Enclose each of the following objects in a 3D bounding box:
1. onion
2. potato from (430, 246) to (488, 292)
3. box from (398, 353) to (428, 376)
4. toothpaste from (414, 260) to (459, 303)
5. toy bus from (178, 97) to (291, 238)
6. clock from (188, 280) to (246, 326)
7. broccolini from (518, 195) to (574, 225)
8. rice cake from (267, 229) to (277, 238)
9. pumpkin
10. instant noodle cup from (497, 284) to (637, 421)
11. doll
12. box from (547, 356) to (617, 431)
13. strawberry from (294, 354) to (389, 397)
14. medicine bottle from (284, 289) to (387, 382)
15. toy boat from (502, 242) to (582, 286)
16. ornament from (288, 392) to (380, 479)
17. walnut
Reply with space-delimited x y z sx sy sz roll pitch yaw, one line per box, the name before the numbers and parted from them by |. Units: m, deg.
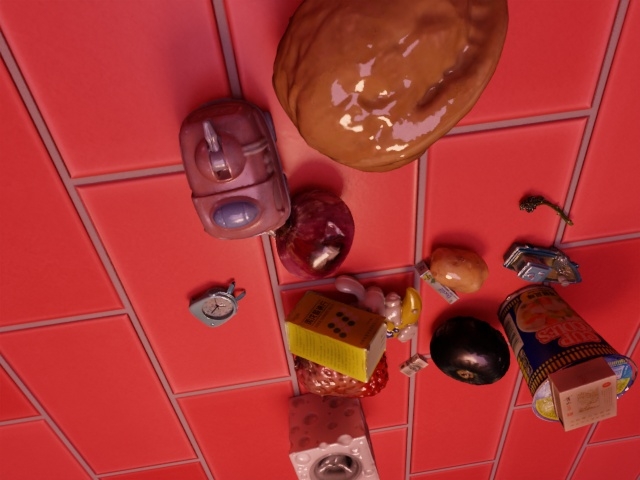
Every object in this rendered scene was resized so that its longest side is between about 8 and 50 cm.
onion | -0.011 -0.005 1.057 0.207 0.200 0.200 -38 123 7
potato | 0.370 0.077 1.224 0.178 0.118 0.109 16 166 -21
box | 0.310 0.416 1.524 0.083 0.024 0.054 -41 120 20
toothpaste | 0.330 0.120 1.296 0.034 0.046 0.164 -41 121 16
toy bus | -0.172 -0.126 0.902 0.198 0.231 0.293 -11 109 0
clock | -0.273 0.170 1.241 0.147 0.045 0.108 -32 125 13
broccolini | 0.599 -0.080 1.194 0.195 0.054 0.052 14 104 -20
rice cake | -0.166 -0.075 1.084 0.047 0.036 0.207 -46 120 9
pumpkin | 0.448 0.335 1.374 0.233 0.162 0.233 17 142 14
instant noodle cup | 0.668 0.302 1.313 0.285 0.312 0.283 -4 127 -6
doll | 0.163 0.202 1.287 0.238 0.111 0.251 3 131 9
box | 0.656 0.387 1.142 0.141 0.058 0.201 -23 127 10
strawberry | 0.084 0.409 1.408 0.336 0.149 0.265 32 114 -28
medicine bottle | 0.043 0.252 1.227 0.251 0.137 0.141 15 132 25
toy boat | 0.632 0.078 1.278 0.238 0.098 0.109 13 126 -18
ornament | 0.041 0.659 1.504 0.240 0.239 0.238 -15 116 3
walnut | 0.107 -0.301 0.792 0.385 0.383 0.383 -4 126 -6
